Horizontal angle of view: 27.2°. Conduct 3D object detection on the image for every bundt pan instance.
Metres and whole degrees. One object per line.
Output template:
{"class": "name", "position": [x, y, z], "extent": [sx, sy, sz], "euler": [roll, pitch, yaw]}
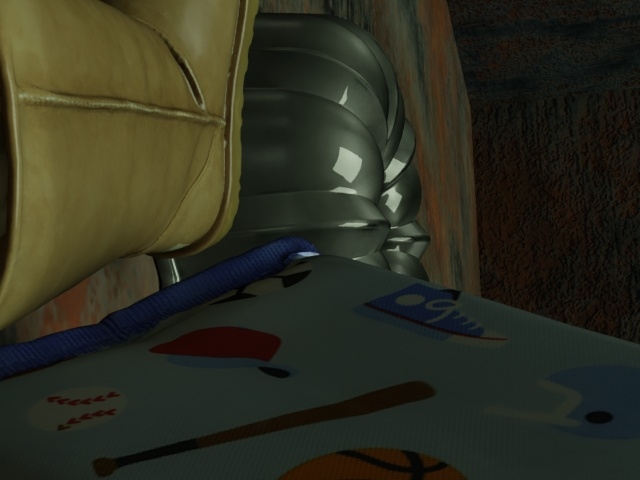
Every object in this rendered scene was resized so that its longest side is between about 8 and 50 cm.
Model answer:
{"class": "bundt pan", "position": [0.000, 0.000, 0.866], "extent": [0.331, 0.124, 0.330], "euler": [-7, 90, -79]}

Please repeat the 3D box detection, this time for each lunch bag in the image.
{"class": "lunch bag", "position": [0.057, 0.224, 0.421], "extent": [0.239, 0.328, 0.385], "euler": [-20, 113, -39]}

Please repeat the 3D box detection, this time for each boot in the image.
{"class": "boot", "position": [-0.096, -0.090, 0.531], "extent": [0.269, 0.089, 0.236], "euler": [-16, 99, -77]}
